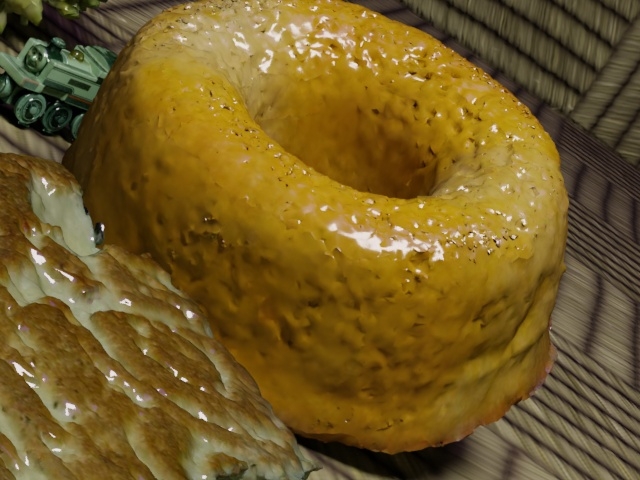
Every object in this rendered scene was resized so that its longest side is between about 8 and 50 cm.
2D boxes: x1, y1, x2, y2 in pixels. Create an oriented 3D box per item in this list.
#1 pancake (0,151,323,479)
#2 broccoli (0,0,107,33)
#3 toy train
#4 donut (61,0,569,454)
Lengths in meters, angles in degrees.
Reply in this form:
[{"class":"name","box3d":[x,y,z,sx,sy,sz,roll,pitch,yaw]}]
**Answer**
[{"class":"pancake","box3d":[-0.089,0.055,0.653,0.197,0.054,0.376,29,16,-17]},{"class":"broccoli","box3d":[-0.184,-0.278,1.049,0.353,0.274,0.397,32,0,-32]},{"class":"toy train","box3d":[-0.146,-0.087,0.987,0.033,0.053,0.083,45,15,34]},{"class":"donut","box3d":[0.003,-0.027,0.889,0.278,0.108,0.277,13,35,-9]}]
